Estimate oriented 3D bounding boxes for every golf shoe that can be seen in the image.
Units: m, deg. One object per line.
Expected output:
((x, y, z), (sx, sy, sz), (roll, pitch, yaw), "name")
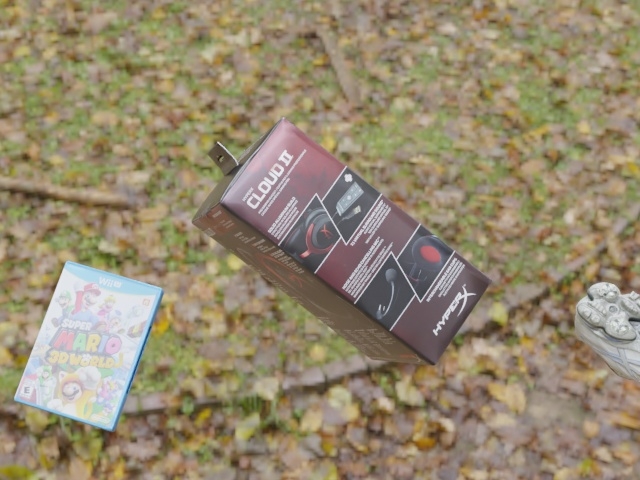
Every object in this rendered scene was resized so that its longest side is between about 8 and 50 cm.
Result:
((0.330, 0.116, 1.109), (0.176, 0.086, 0.069), (40, 64, 20), "golf shoe")

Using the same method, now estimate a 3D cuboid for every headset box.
((0.000, 0.000, 1.155), (0.293, 0.218, 0.110), (37, 78, -8), "headset box")

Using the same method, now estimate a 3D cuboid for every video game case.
((-0.257, 0.116, 1.243), (0.119, 0.015, 0.166), (15, 75, 10), "video game case")
